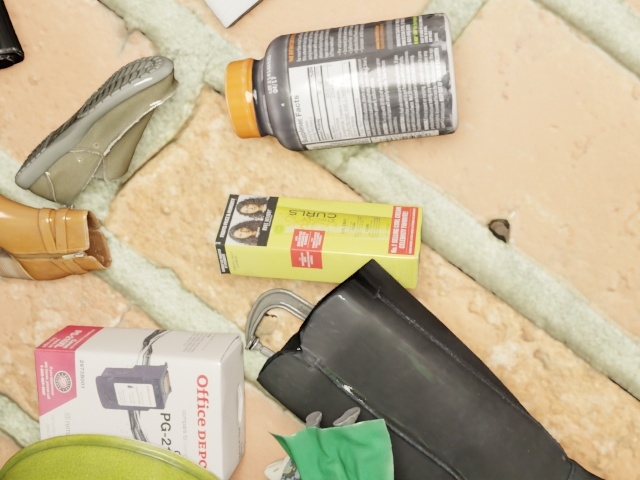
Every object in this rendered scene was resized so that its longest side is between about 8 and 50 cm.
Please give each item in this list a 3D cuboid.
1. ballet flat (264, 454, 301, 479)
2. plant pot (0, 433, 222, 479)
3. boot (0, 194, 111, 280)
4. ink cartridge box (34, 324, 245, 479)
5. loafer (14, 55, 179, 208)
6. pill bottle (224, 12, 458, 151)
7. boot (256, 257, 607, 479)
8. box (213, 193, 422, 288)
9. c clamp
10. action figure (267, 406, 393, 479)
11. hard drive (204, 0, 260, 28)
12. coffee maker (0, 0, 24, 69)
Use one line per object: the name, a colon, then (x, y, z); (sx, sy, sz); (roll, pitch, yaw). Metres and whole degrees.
ballet flat: (-0.054, 0.324, 1.006); (0.070, 0.070, 0.188); (27, 101, 2)
plant pot: (-0.270, 0.472, 0.863); (0.366, 0.353, 0.366); (4, 122, 7)
boot: (-0.350, -0.027, 0.942); (0.152, 0.073, 0.197); (-3, 140, 16)
ink cartridge box: (-0.222, 0.206, 0.985); (0.237, 0.100, 0.172); (2, 102, 8)
loafer: (-0.254, -0.126, 0.939); (0.251, 0.094, 0.087); (-33, 119, 23)
pill bottle: (0.022, -0.168, 0.858); (0.246, 0.130, 0.130); (-5, 101, 10)
boot: (0.100, 0.286, 0.908); (0.445, 0.146, 0.367); (39, 113, -4)
box: (0.000, 0.000, 0.911); (0.232, 0.087, 0.058); (5, 139, 8)
c clamp: (-0.032, 0.142, 0.984); (0.161, 0.022, 0.137); (38, 104, -1)
action figure: (0.044, 0.293, 0.833); (0.137, 0.063, 0.232); (-11, 102, 32)
hard drive: (-0.124, -0.444, 0.841); (0.233, 0.047, 0.353); (-36, 103, 14)
coffee maker: (-0.407, -0.289, 0.904); (0.171, 0.120, 0.178); (-15, 99, 11)
